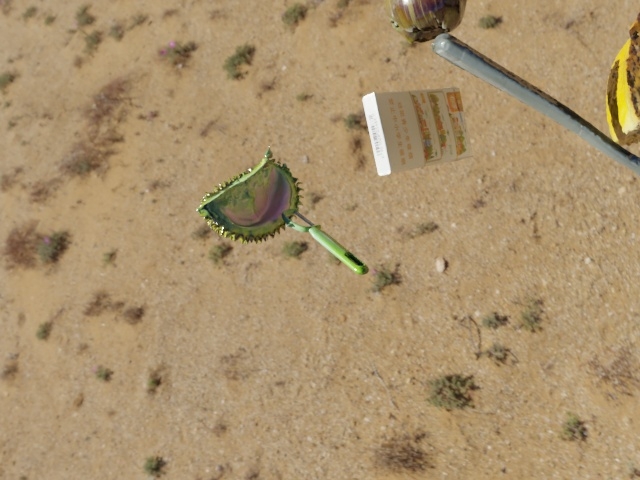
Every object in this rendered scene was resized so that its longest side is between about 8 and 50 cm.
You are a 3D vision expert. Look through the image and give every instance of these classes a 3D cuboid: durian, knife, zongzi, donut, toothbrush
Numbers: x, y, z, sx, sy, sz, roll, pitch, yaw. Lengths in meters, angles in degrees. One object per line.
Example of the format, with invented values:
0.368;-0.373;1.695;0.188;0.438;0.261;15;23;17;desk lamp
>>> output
-0.118;-0.060;1.112;0.221;0.137;0.095;-46;9;-38;durian
0.000;-0.001;1.009;0.212;0.054;0.015;39;125;42;knife
0.140;-0.455;0.869;0.134;0.288;0.286;-1;60;15;zongzi
0.415;-0.200;0.691;0.258;0.101;0.152;-11;80;-7;donut
0.245;-0.134;0.665;0.031;0.297;0.030;-64;5;-24;toothbrush

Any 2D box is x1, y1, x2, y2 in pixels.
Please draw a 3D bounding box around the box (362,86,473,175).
0.158;-0.176;1.010;0.032;0.220;0.122;-10;94;47;box
